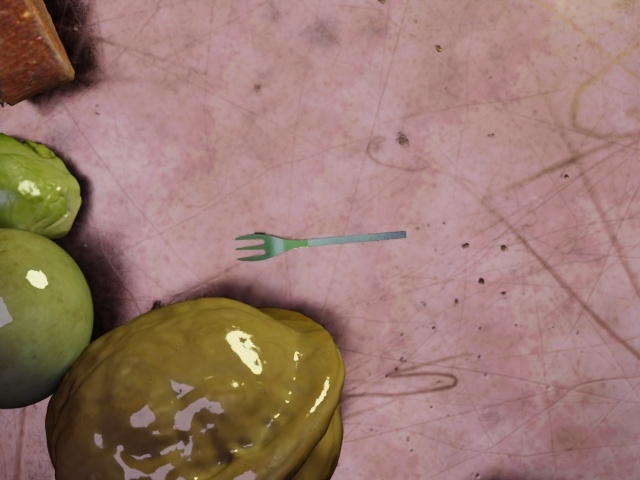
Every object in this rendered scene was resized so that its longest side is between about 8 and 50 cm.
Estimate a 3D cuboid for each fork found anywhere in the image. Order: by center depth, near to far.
[{"bbox_3d":[0.000,0.000,1.927,0.235,0.021,0.039,-6,95,3],"label":"fork"}]

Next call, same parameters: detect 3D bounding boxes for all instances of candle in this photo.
[{"bbox_3d":[-0.420,-0.342,1.804,0.131,0.287,0.317,-26,89,-2],"label":"candle"}]

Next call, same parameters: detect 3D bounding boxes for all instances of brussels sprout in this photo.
[{"bbox_3d":[-0.417,-0.059,1.887,0.183,0.145,0.131,32,120,6],"label":"brussels sprout"}]

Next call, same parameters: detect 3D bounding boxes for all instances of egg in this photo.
[{"bbox_3d":[-0.402,0.111,1.827,0.218,0.295,0.218,4,57,-6],"label":"egg"}]

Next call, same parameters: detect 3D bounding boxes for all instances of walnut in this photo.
[{"bbox_3d":[-0.155,0.251,1.805,0.384,0.383,0.383,0,93,2],"label":"walnut"}]
